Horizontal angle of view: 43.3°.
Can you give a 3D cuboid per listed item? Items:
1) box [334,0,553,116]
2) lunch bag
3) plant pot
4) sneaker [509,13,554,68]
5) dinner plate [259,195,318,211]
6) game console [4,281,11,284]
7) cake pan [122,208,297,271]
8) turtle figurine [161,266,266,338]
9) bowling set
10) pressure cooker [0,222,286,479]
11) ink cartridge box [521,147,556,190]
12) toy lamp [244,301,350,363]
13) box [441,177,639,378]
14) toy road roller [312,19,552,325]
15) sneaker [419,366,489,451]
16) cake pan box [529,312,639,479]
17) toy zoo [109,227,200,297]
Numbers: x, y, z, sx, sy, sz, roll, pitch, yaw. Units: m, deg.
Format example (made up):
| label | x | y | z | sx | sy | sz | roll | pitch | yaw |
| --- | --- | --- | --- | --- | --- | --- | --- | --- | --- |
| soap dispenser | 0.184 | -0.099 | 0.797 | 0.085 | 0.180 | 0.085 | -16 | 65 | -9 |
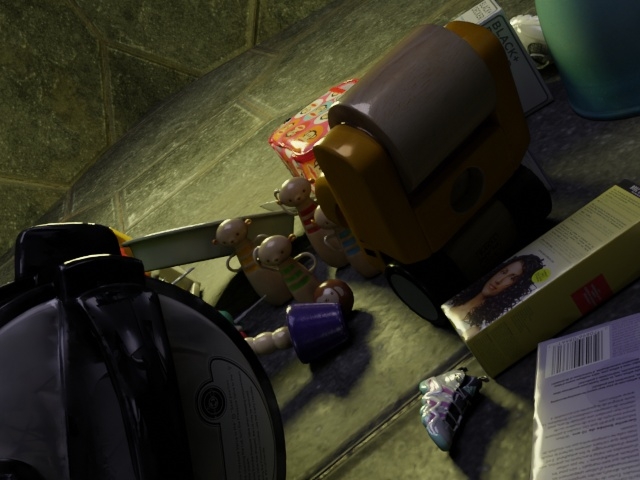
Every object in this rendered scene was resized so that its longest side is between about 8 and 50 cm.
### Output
| label | x | y | z | sx | sy | sz | roll | pitch | yaw |
| --- | --- | --- | --- | --- | --- | --- | --- | --- | --- |
| box | 0.184 | -0.218 | 1.235 | 0.289 | 0.169 | 0.087 | -30 | 23 | 15 |
| lunch bag | 0.052 | -0.204 | 1.488 | 0.258 | 0.120 | 0.293 | -35 | 22 | -6 |
| plant pot | 0.395 | -0.339 | 1.043 | 0.271 | 0.255 | 0.272 | -32 | 22 | 15 |
| sneaker | 0.307 | -0.288 | 1.327 | 0.281 | 0.105 | 0.115 | 2 | 73 | 55 |
| dinner plate | -0.032 | -0.060 | 1.361 | 0.141 | 0.017 | 0.141 | -5 | -3 | 0 |
| game console | -0.456 | 0.163 | 1.457 | 0.293 | 0.173 | 0.250 | 78 | -149 | -79 |
| cake pan | -0.171 | 0.002 | 1.313 | 0.293 | 0.054 | 0.293 | -12 | 0 | 0 |
| turtle figurine | -0.191 | 0.141 | 1.128 | 0.234 | 0.175 | 0.118 | -39 | 38 | 18 |
| bowling set | 0.000 | 0.000 | 1.096 | 0.287 | 0.154 | 0.200 | -35 | 22 | 7 |
| pressure cooker | -0.240 | 0.217 | 0.745 | 0.420 | 0.370 | 0.376 | -15 | 34 | 50 |
| ink cartridge box | 0.183 | -0.143 | 1.039 | 0.045 | 0.206 | 0.208 | -51 | 26 | -23 |
| toy lamp | -0.099 | 0.138 | 1.012 | 0.274 | 0.080 | 0.080 | -18 | 24 | 5 |
| box | 0.238 | 0.035 | 0.799 | 0.232 | 0.058 | 0.087 | -35 | 22 | 3 |
| toy road roller | 0.089 | -0.084 | 0.910 | 0.202 | 0.330 | 0.240 | -44 | 45 | -15 |
| sneaker | 0.130 | 0.150 | 0.758 | 0.069 | 0.038 | 0.098 | -31 | 23 | 16 |
| cake pan box | 0.264 | 0.137 | 0.547 | 0.266 | 0.070 | 0.246 | -24 | 23 | 29 |
| toy zoo | -0.289 | 0.075 | 1.335 | 0.030 | 0.192 | 0.293 | -52 | 19 | 15 |
